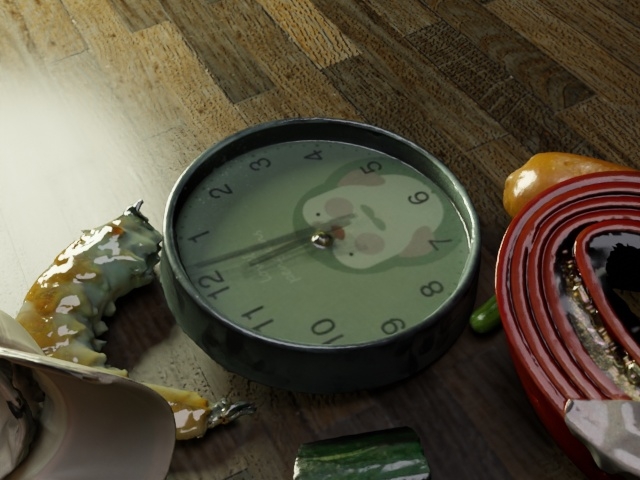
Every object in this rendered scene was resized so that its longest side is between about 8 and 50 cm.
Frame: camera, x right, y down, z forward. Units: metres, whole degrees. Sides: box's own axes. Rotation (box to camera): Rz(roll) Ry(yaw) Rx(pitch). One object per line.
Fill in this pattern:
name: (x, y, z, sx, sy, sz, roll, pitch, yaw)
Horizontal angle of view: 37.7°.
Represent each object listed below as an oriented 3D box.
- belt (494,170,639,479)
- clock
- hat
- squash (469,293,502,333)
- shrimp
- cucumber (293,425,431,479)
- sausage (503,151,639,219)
belt: (0.281, 0.089, 0.743, 0.227, 0.115, 0.324, -35, 56, -2)
clock: (0.000, 0.001, 0.918, 0.318, 0.066, 0.319, 2, 48, -2)
hat: (-0.238, 0.128, 0.795, 0.225, 0.220, 0.164, -3, 32, -9)
squash: (0.173, 0.059, 0.895, 0.027, 0.027, 0.089, 29, 53, 33)
shrimp: (-0.203, 0.092, 0.904, 0.185, 0.068, 0.287, -26, 48, -13)
cucumber: (0.030, 0.201, 0.757, 0.115, 0.062, 0.116, -8, 46, -2)
sausage: (0.293, -0.025, 0.911, 0.238, 0.098, 0.098, 21, 53, 26)
